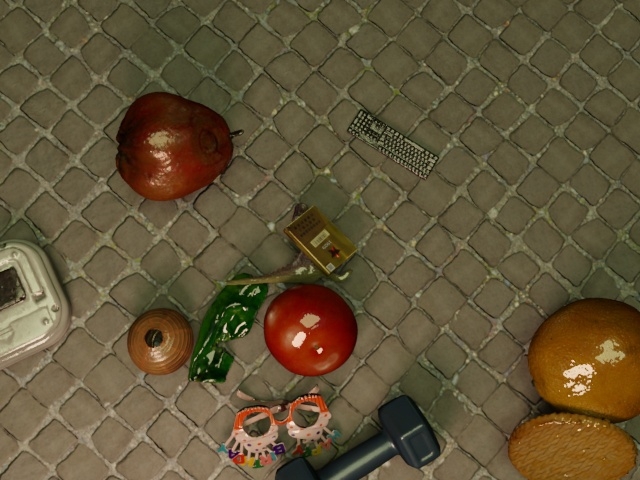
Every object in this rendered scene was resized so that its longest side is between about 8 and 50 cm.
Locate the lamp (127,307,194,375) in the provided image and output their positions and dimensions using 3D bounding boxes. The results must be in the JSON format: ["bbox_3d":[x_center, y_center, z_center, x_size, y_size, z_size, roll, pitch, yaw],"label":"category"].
[{"bbox_3d":[-0.322,0.203,1.651,0.136,0.136,0.136,0,82,-3],"label":"lamp"}]

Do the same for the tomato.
[{"bbox_3d":[-0.019,0.183,1.646,0.195,0.136,0.195,-5,116,-10],"label":"tomato"}]

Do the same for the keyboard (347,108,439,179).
[{"bbox_3d":[0.159,-0.210,1.795,0.204,0.013,0.061,32,81,2],"label":"keyboard"}]

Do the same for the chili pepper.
[{"bbox_3d":[-0.195,0.180,1.688,0.099,0.083,0.253,27,84,-11],"label":"chili pepper"}]

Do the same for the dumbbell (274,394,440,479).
[{"bbox_3d":[0.074,0.440,1.626,0.325,0.144,0.160,-31,49,-6],"label":"dumbbell"}]

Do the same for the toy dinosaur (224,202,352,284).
[{"bbox_3d":[-0.050,0.057,1.699,0.200,0.072,0.251,40,74,-7],"label":"toy dinosaur"}]

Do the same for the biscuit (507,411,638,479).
[{"bbox_3d":[0.496,0.418,1.628,0.254,0.254,0.035,16,46,-1],"label":"biscuit"}]

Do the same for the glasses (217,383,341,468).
[{"bbox_3d":[-0.088,0.379,1.677,0.255,0.095,0.162,-8,110,-6],"label":"glasses"}]

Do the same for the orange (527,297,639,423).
[{"bbox_3d":[0.545,0.241,1.635,0.264,0.264,0.264,0,82,-3],"label":"orange"}]

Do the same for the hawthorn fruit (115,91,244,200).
[{"bbox_3d":[-0.284,-0.191,1.674,0.260,0.224,0.224,-6,82,-19],"label":"hawthorn fruit"}]

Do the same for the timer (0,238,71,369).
[{"bbox_3d":[-0.654,0.133,1.663,0.262,0.087,0.237,-26,84,-7],"label":"timer"}]

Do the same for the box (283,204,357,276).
[{"bbox_3d":[0.000,0.000,1.687,0.133,0.023,0.090,45,61,6],"label":"box"}]
